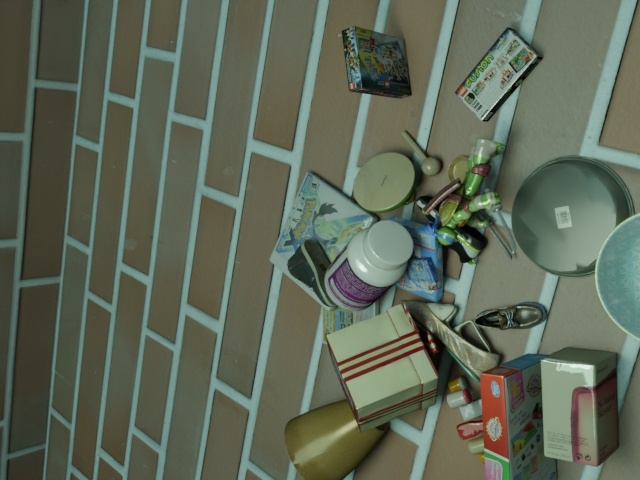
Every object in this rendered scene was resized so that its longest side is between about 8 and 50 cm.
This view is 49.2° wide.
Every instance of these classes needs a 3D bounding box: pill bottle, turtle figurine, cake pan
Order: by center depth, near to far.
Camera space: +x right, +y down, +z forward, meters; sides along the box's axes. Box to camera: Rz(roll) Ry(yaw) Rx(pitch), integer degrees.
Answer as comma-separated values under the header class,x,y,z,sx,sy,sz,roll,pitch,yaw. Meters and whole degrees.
class,x,y,z,sx,sy,sz,roll,pitch,yaw
cake pan,0.579,-0.053,1.647,0.293,0.054,0.293,5,97,40
turtle figurine,0.411,-0.097,1.710,0.275,0.198,0.266,14,86,37
pill bottle,0.132,0.066,1.877,0.169,0.169,0.301,65,153,16

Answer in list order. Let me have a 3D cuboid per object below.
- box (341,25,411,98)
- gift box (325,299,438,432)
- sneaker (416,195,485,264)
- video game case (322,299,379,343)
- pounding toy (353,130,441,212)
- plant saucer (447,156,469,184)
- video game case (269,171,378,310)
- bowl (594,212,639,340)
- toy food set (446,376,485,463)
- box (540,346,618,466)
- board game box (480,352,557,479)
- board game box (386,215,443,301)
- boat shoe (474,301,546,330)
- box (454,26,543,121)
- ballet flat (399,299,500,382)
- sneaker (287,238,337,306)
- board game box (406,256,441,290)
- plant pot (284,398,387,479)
class,x,y,z,sx,sy,sz,roll,pitch,yaw
box,0.152,-0.468,1.855,0.044,0.233,0.159,-7,90,40
gift box,0.171,0.316,1.854,0.255,0.258,0.276,81,168,-63
sneaker,0.327,-0.024,1.849,0.234,0.084,0.097,45,123,28
video game case,0.089,0.217,2.120,0.206,0.026,0.226,5,99,40
pounding toy,0.214,-0.158,1.940,0.237,0.110,0.183,-42,52,4
plant saucer,0.374,-0.179,1.837,0.083,0.015,0.083,6,99,40
video game case,0.000,0.000,2.145,0.300,0.036,0.328,38,113,34
bowl,0.741,0.073,1.451,0.290,0.156,0.289,4,97,40
toy food set,0.415,0.460,1.810,0.105,0.111,0.232,-26,76,27
box,0.599,0.377,1.611,0.127,0.149,0.232,0,95,41
board game box,0.476,0.449,1.666,0.064,0.242,0.316,-1,93,43
board game box,0.257,0.050,1.901,0.160,0.039,0.211,20,128,38
boat shoe,0.472,0.199,1.756,0.183,0.066,0.066,-18,83,41
box,0.440,-0.411,1.741,0.114,0.036,0.207,54,125,23
ballet flat,0.350,0.237,1.861,0.316,0.108,0.106,43,100,24
sneaker,-0.017,0.117,2.097,0.118,0.083,0.222,-46,59,43
board game box,0.270,0.091,1.865,0.090,0.020,0.090,-8,110,51
plant pot,0.066,0.574,2.070,0.254,0.237,0.237,-37,70,21
